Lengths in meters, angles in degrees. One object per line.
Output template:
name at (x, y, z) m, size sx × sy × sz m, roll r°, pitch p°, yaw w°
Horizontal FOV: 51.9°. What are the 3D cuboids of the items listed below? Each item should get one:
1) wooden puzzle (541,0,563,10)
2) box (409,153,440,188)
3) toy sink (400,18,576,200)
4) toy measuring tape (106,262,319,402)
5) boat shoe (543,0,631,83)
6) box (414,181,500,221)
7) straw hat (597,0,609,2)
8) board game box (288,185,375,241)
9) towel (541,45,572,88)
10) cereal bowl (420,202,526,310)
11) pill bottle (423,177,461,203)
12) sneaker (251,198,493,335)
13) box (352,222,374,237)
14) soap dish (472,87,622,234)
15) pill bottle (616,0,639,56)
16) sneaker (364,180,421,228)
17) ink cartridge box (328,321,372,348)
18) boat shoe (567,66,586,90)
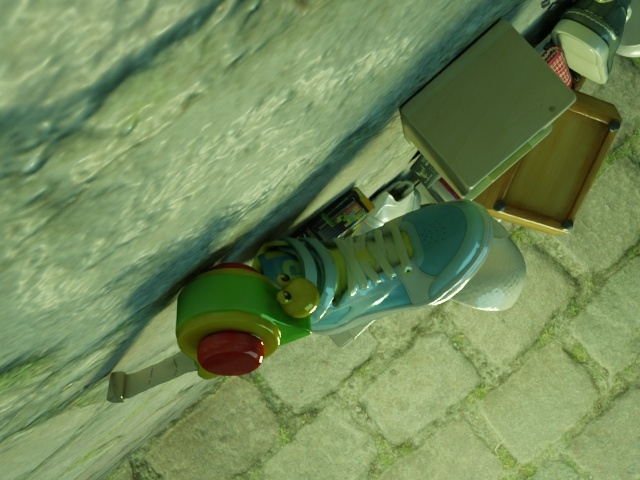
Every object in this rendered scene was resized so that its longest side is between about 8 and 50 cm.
wooden puzzle at (0.273, -0.290, 0.722) m, size 0.049 × 0.006 × 0.083 m, roll 5°, pitch 141°, yaw -45°
box at (0.268, -0.202, 1.163) m, size 0.183 × 0.059 × 0.232 m, roll -41°, pitch 174°, yaw -17°
toy sink at (0.201, -0.145, 0.826) m, size 0.153 × 0.131 × 0.234 m, roll -41°, pitch 175°, yaw 6°
toy measuring tape at (-0.149, 0.106, 0.730) m, size 0.330 × 0.121 × 0.121 m, roll -24°, pitch -178°, yaw 25°
boat shoe at (0.423, -0.321, 1.023) m, size 0.099 × 0.116 × 0.319 m, roll -59°, pitch 167°, yaw 15°
box at (0.385, -0.115, 1.786) m, size 0.345 × 0.215 × 0.168 m, roll -44°, pitch 175°, yaw 33°
straw hat at (0.337, -0.316, 0.769) m, size 0.144 × 0.061 × 0.144 m, roll -40°, pitch 175°, yaw -5°
board game box at (0.000, 0.000, 1.032) m, size 0.141 × 0.048 × 0.170 m, roll -40°, pitch 174°, yaw -21°
towel at (0.335, -0.211, 1.082) m, size 0.199 × 0.031 × 0.275 m, roll -51°, pitch 164°, yaw 18°
cereal bowl at (0.339, 0.010, 1.561) m, size 0.339 × 0.339 × 0.141 m, roll -31°, pitch 147°, yaw -59°
pill bottle at (0.364, -0.183, 1.428) m, size 0.283 × 0.160 × 0.160 m, roll -42°, pitch 174°, yaw 5°
sneaker at (0.046, 0.033, 0.824) m, size 0.319 × 0.127 × 0.208 m, roll -31°, pitch 153°, yaw 28°
box at (0.104, 0.005, 1.402) m, size 0.103 × 0.114 × 0.203 m, roll -43°, pitch 172°, yaw 18°
soap dish at (0.441, -0.161, 1.301) m, size 0.118 × 0.229 × 0.290 m, roll -118°, pitch -134°, yaw -67°
pill bottle at (0.626, -0.438, 1.277) m, size 0.146 × 0.146 × 0.264 m, roll -46°, pitch 172°, yaw 39°
sneaker at (0.165, -0.088, 1.335) m, size 0.212 × 0.080 × 0.094 m, roll -30°, pitch 156°, yaw -55°
ink cartridge box at (0.094, 0.100, 1.621) m, size 0.273 × 0.198 × 0.115 m, roll -38°, pitch 172°, yaw -27°
boat shoe at (0.554, -0.378, 1.532) m, size 0.104 × 0.111 × 0.307 m, roll -50°, pitch 179°, yaw 39°
